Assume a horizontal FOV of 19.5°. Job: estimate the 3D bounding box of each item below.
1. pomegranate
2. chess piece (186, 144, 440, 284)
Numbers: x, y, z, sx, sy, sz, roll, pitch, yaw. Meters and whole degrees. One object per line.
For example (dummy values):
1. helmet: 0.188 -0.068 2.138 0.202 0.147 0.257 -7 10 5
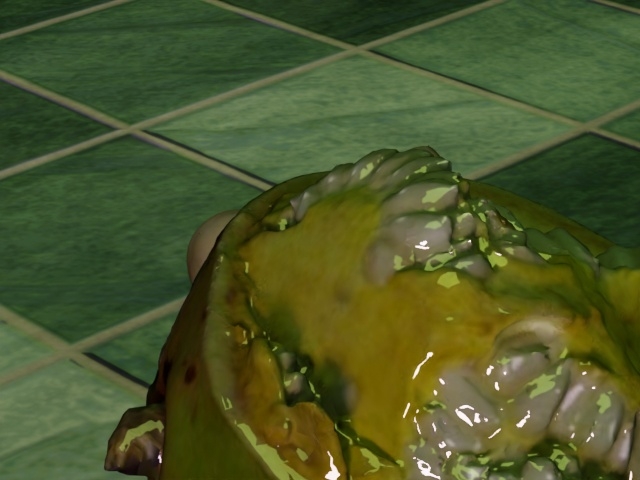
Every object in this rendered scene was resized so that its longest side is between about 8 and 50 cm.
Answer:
1. pomegranate: 0.080 0.095 0.813 0.341 0.260 0.260 17 22 -16
2. chess piece: 0.000 0.000 1.175 0.171 0.094 0.094 -12 28 -15
